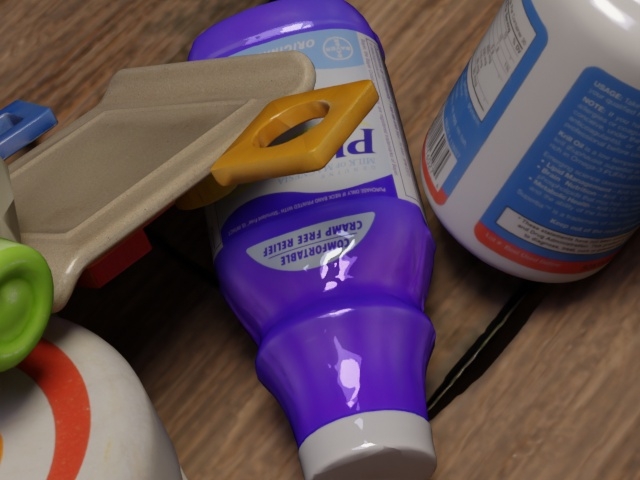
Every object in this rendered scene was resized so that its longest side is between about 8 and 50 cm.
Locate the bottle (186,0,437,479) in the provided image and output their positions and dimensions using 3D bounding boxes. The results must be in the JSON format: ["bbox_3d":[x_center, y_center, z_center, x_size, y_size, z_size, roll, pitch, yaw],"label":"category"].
[{"bbox_3d":[0.000,0.000,0.828,0.118,0.092,0.283,-16,57,7],"label":"bottle"}]

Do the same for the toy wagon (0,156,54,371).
[{"bbox_3d":[-0.281,0.078,0.677,0.267,0.068,0.344,18,67,31],"label":"toy wagon"}]

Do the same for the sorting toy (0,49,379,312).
[{"bbox_3d":[-0.111,-0.023,0.796,0.348,0.047,0.196,1,37,48],"label":"sorting toy"}]

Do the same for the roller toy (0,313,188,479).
[{"bbox_3d":[-0.156,0.145,0.732,0.191,0.146,0.209,28,61,34],"label":"roller toy"}]

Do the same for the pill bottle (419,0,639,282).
[{"bbox_3d":[0.145,-0.089,0.770,0.124,0.221,0.124,14,48,-16],"label":"pill bottle"}]
